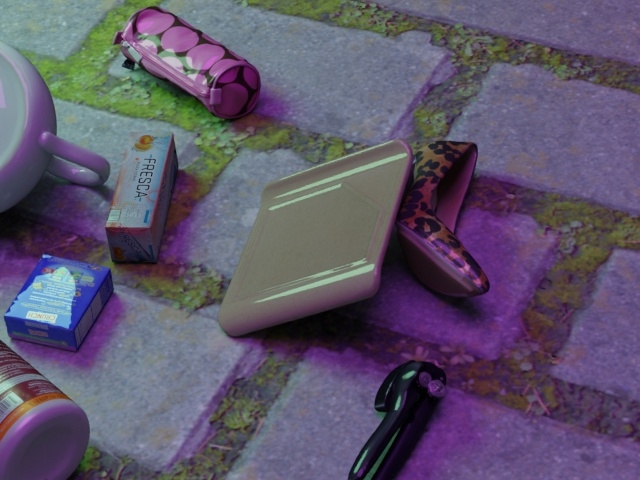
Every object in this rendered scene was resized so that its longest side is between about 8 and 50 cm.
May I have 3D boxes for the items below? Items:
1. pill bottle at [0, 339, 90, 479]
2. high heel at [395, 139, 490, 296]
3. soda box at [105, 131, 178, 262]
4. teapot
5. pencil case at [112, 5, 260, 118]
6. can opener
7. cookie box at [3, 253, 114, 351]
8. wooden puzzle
[{"bbox_3d":[-0.358,0.173,1.728,0.121,0.121,0.221,-35,51,-28],"label":"pill bottle"},{"bbox_3d":[0.169,-0.035,1.913,0.186,0.093,0.261,-32,40,-17],"label":"high heel"},{"bbox_3d":[-0.220,-0.055,1.998,0.058,0.063,0.183,1,44,6],"label":"soda box"},{"bbox_3d":[-0.432,-0.129,2.021,0.252,0.187,0.256,-32,74,-1],"label":"teapot"},{"bbox_3d":[-0.180,-0.237,2.170,0.209,0.095,0.098,31,23,33],"label":"pencil case"},{"bbox_3d":[0.083,0.200,1.715,0.059,0.073,0.186,37,50,-12],"label":"can opener"},{"bbox_3d":[-0.305,0.072,1.887,0.092,0.040,0.107,11,45,16],"label":"cookie box"},{"bbox_3d":[0.000,0.000,1.884,0.221,0.044,0.239,-18,39,30],"label":"wooden puzzle"}]
